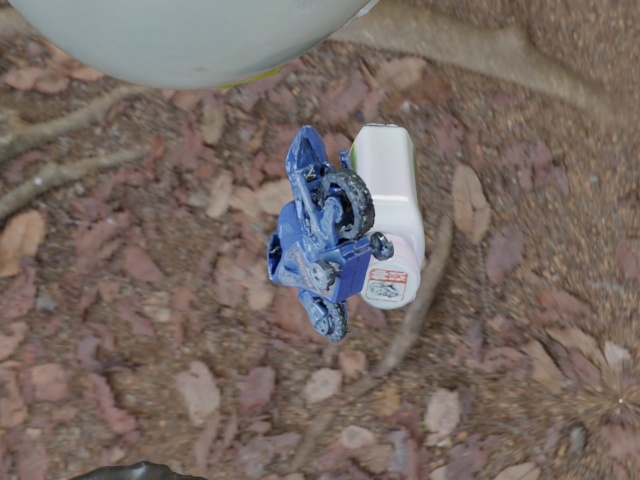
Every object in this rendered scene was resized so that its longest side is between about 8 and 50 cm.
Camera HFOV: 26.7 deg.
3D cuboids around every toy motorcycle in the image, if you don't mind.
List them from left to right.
[{"bbox_3d":[0.000,0.000,1.202,0.076,0.205,0.114,-25,56,-28],"label":"toy motorcycle"}]

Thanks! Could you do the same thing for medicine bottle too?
[{"bbox_3d":[0.063,-0.018,1.353,0.078,0.219,0.115,3,123,-2],"label":"medicine bottle"}]

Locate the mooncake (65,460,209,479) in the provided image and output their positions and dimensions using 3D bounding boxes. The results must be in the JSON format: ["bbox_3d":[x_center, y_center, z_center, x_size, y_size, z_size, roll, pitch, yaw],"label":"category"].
[{"bbox_3d":[-0.167,0.334,1.074,0.324,0.187,0.324,-16,36,12],"label":"mooncake"}]

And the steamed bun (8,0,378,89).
[{"bbox_3d":[-0.081,-0.278,0.939,0.374,0.334,0.334,-32,76,40],"label":"steamed bun"}]
